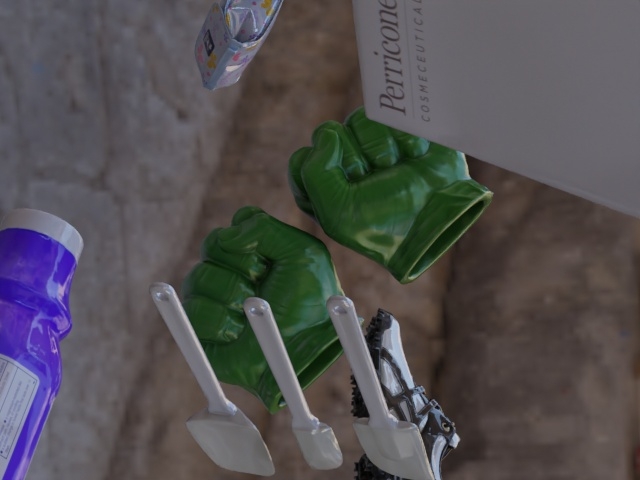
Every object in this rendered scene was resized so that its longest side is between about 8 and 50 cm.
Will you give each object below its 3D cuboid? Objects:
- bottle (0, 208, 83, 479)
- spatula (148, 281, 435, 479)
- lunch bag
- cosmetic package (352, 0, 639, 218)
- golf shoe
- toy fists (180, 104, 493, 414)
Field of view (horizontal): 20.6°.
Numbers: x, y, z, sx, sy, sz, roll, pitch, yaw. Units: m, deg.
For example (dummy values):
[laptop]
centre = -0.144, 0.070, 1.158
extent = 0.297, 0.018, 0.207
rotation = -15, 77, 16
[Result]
[bottle]
centre = -0.248, 0.109, 1.285
extent = 0.092, 0.118, 0.283
rotation = 40, 54, -35
[spatula]
centre = -0.024, 0.102, 1.183
extent = 0.242, 0.168, 0.019
rotation = 68, 32, -53
[lunch bag]
centre = -0.071, -0.173, 1.466
extent = 0.071, 0.053, 0.083
rotation = -54, -168, 53
[cosmetic package]
centre = 0.124, -0.063, 0.525
extent = 0.085, 0.231, 0.117
rotation = -55, 152, -31
[golf shoe]
centre = 0.078, 0.160, 1.599
extent = 0.077, 0.094, 0.198
rotation = 124, -33, -69
[toy fists]
centre = 0.000, 0.000, 1.415
extent = 0.279, 0.142, 0.096
rotation = -45, 166, -4
